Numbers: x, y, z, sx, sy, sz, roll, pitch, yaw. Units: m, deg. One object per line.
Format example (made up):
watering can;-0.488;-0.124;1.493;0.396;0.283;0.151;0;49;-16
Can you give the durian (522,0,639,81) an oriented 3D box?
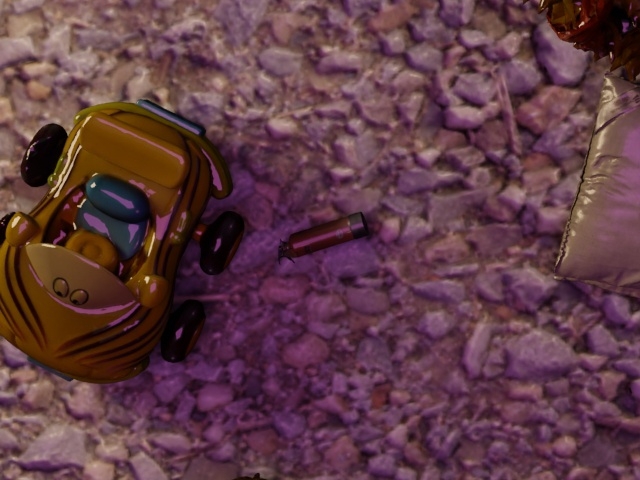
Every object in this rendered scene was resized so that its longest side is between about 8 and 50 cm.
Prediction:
durian;0.294;-0.273;1.509;0.384;0.347;0.347;15;98;-23

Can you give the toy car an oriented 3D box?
toy car;-0.181;0.004;1.669;0.200;0.142;0.248;23;96;5

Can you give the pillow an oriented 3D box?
pillow;0.272;-0.035;1.643;0.134;0.078;0.181;17;99;5

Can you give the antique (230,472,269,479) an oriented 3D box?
antique;-0.015;0.346;1.712;0.093;0.087;0.310;-27;91;7

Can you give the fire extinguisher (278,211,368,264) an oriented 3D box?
fire extinguisher;0.000;0.000;1.708;0.083;0.022;0.028;-18;124;9
